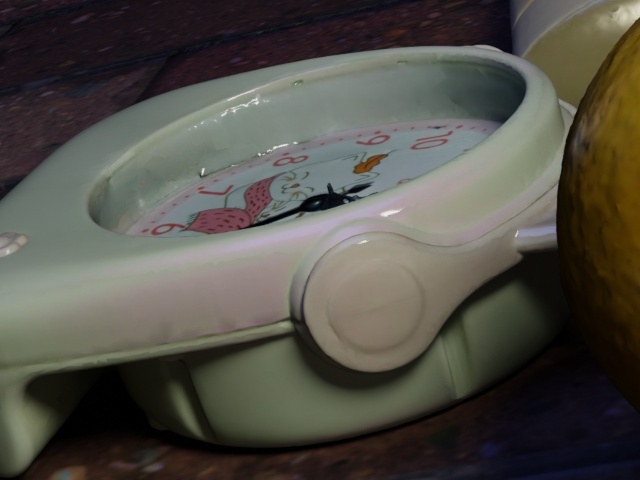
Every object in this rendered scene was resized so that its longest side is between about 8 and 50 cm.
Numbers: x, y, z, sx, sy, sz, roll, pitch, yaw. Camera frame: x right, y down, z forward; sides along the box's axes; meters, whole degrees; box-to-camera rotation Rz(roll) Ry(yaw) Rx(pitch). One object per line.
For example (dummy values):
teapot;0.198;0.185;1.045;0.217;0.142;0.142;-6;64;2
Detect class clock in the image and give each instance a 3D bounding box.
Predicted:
clock;0.000;0.000;0.856;0.324;0.108;0.265;-7;22;23

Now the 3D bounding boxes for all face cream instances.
face cream;0.204;-0.168;1.155;0.174;0.081;0.348;-14;21;11

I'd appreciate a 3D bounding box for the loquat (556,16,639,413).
loquat;0.177;-0.006;0.612;0.213;0.213;0.213;-15;21;6
